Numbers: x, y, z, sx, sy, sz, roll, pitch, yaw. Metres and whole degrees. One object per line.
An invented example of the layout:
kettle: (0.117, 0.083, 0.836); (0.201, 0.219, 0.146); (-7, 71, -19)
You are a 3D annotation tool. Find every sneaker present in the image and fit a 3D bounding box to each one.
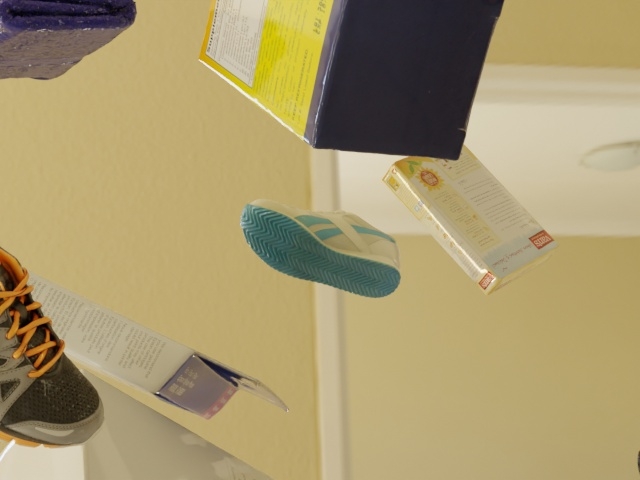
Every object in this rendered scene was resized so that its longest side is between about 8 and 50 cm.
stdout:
sneaker: (-0.221, 0.054, 0.653); (0.083, 0.215, 0.084); (-38, 14, 24)
sneaker: (0.000, 0.000, 1.315); (0.229, 0.092, 0.087); (23, -53, -12)

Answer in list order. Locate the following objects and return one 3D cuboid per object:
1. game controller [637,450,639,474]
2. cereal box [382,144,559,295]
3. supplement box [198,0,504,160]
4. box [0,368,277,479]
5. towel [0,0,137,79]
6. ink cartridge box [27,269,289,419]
game controller: (0.474, 0.278, 0.961); (0.166, 0.319, 0.067); (-51, -22, 12)
cereal box: (0.228, -0.041, 1.476); (0.173, 0.240, 0.047); (-22, -24, -44)
supplement box: (0.019, -0.249, 1.153); (0.195, 0.194, 0.356); (1, 24, -29)
box: (-0.160, 0.320, 0.955); (0.345, 0.168, 0.215); (37, -76, -29)
towel: (-0.449, -0.318, 1.511); (0.228, 0.076, 0.308); (-13, 0, -40)
ink cartridge box: (-0.209, 0.137, 1.124); (0.330, 0.071, 0.324); (25, -12, 10)
